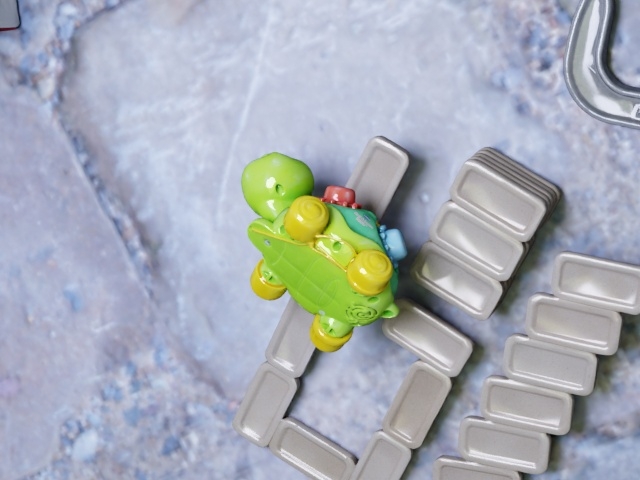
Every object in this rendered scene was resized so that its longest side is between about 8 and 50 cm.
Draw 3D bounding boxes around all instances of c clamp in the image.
[{"bbox_3d":[0.208,-0.127,0.999,0.161,0.022,0.137,20,104,16],"label":"c clamp"}]

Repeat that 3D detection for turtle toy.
[{"bbox_3d":[0.000,0.000,1.033,0.130,0.066,0.095,41,143,7],"label":"turtle toy"}]

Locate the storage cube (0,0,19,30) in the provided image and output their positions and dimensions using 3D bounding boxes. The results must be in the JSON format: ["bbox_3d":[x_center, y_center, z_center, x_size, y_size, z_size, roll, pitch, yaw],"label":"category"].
[{"bbox_3d":[-0.325,-0.209,1.075,0.193,0.215,0.183,-5,96,14],"label":"storage cube"}]

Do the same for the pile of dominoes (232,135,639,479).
[{"bbox_3d":[0.076,0.067,1.081,0.196,0.040,0.251,32,115,12],"label":"pile of dominoes"}]
